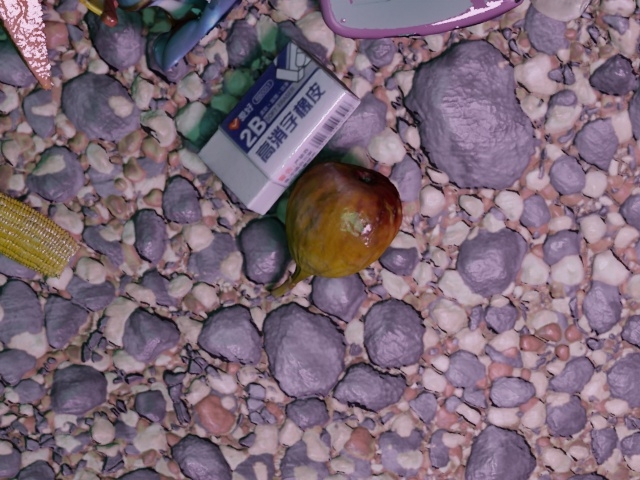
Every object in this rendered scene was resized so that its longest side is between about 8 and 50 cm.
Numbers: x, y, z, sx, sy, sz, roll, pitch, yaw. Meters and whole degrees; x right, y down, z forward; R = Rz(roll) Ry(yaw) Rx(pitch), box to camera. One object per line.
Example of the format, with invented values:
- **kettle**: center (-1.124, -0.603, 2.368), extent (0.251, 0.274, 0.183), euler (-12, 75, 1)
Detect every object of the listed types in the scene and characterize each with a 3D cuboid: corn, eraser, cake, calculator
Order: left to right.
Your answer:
- **cake**: center (-0.412, -0.306, 1.771), extent (0.090, 0.109, 0.225), euler (-20, 127, -22)
- **corn**: center (-0.424, -0.009, 1.914), extent (0.165, 0.063, 0.085), euler (32, 92, -13)
- **eraser**: center (-0.058, -0.154, 1.869), extent (0.210, 0.068, 0.124), euler (-49, 66, 10)
- **calculator**: center (0.126, -0.368, 1.827), extent (0.294, 0.043, 0.194), euler (-9, 110, -2)

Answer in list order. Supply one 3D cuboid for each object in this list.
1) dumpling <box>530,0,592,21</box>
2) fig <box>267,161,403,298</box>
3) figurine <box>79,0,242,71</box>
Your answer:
- **dumpling**: center (0.338, -0.384, 1.827), extent (0.150, 0.092, 0.176), euler (27, 147, 0)
- **fig**: center (0.000, 0.000, 1.915), extent (0.159, 0.159, 0.257), euler (34, 125, -12)
- **figurine**: center (-0.253, -0.425, 1.721), extent (0.388, 0.276, 0.248), euler (45, 125, -11)
